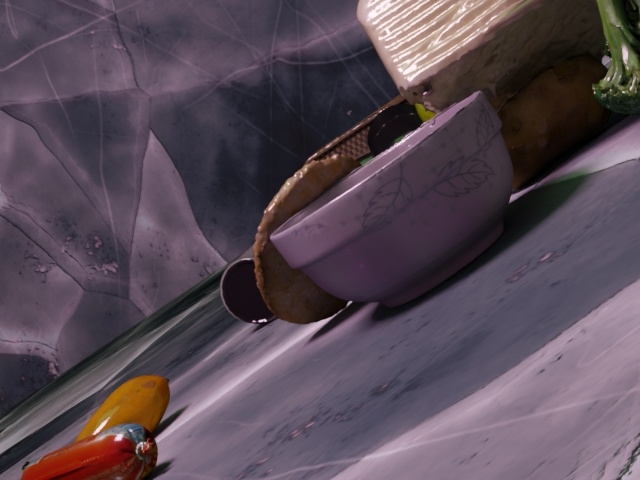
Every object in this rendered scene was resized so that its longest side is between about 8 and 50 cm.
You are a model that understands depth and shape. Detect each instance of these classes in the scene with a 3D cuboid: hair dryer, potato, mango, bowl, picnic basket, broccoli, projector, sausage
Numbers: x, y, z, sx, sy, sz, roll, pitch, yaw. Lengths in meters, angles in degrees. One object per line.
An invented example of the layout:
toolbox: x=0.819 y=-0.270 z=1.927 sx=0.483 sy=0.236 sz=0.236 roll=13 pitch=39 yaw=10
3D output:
hair dryer: x=0.056 y=-0.077 z=2.244 sx=0.302 sy=0.116 sz=0.244 roll=-29 pitch=17 yaw=5
potato: x=0.281 y=-0.134 z=1.844 sx=0.200 sy=0.081 sz=0.164 roll=-40 pitch=-20 yaw=7
mango: x=-0.259 y=0.239 z=1.940 sx=0.190 sy=0.075 sz=0.098 roll=-43 pitch=-7 yaw=-34
bowl: x=0.099 y=-0.028 z=1.663 sx=0.287 sy=0.144 sz=0.287 roll=-35 pitch=5 yaw=4
picnic basket: x=0.119 y=-0.132 z=2.443 sx=0.266 sy=0.165 sz=0.139 roll=-33 pitch=4 yaw=12
broccoli: x=0.364 y=-0.281 z=1.611 sx=0.269 sy=0.269 sz=0.254 roll=-32 pitch=22 yaw=32
projector: x=-0.060 y=0.034 z=2.402 sx=0.108 sy=0.108 sz=0.337 roll=-33 pitch=5 yaw=21
sausage: x=-0.259 y=0.259 z=1.722 sx=0.083 sy=0.083 sz=0.264 roll=-39 pitch=8 yaw=-39

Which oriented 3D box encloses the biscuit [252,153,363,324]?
biscuit: x=0.001 y=0.000 z=1.827 sx=0.033 sy=0.220 sz=0.220 roll=22 pitch=48 yaw=40

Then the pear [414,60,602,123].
pear: x=0.269 y=-0.202 z=2.081 sx=0.292 sy=0.159 sz=0.292 roll=-12 pitch=14 yaw=3

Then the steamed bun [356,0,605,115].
steamed bun: x=0.217 y=-0.272 z=1.854 sx=0.290 sy=0.273 sz=0.272 roll=-40 pitch=-38 yaw=8
